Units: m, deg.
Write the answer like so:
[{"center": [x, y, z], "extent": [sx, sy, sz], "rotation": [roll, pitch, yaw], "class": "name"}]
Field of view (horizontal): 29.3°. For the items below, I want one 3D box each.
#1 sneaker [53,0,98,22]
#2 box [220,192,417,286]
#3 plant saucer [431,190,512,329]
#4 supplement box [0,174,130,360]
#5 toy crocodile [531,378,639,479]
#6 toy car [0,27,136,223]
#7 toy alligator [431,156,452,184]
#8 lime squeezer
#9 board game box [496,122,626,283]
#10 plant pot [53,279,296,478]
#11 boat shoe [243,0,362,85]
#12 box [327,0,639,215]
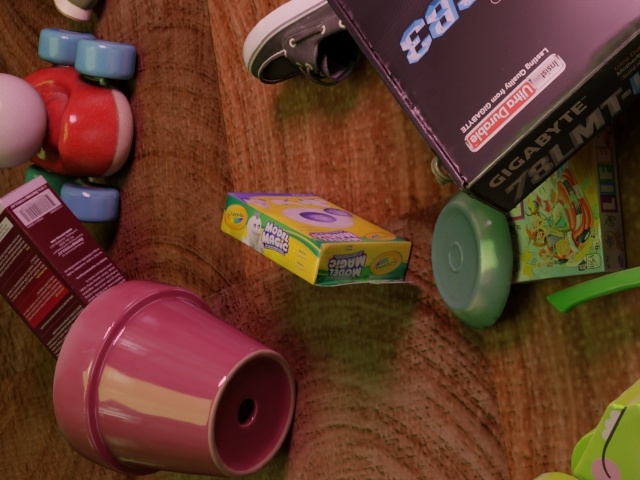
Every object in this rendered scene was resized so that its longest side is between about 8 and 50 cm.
[{"center": [-0.321, -0.368, 1.567], "extent": [0.086, 0.064, 0.192], "rotation": [-54, 50, 28], "class": "sneaker"}, {"center": [0.000, 0.000, 1.105], "extent": [0.179, 0.105, 0.043], "rotation": [31, 115, 48], "class": "box"}, {"center": [0.118, 0.013, 0.993], "extent": [0.119, 0.021, 0.119], "rotation": [179, 90, -70], "class": "plant saucer"}, {"center": [-0.299, 0.057, 1.433], "extent": [0.239, 0.073, 0.130], "rotation": [51, 135, 0], "class": "supplement box"}, {"center": [0.181, 0.237, 0.865], "extent": [0.105, 0.115, 0.340], "rotation": [35, 120, 26], "class": "toy crocodile"}, {"center": [-0.368, -0.147, 1.477], "extent": [0.210, 0.238, 0.219], "rotation": [23, 108, 50], "class": "toy car"}, {"center": [0.130, -0.128, 0.929], "extent": [0.051, 0.056, 0.189], "rotation": [-15, 50, 50], "class": "toy alligator"}, {"center": [0.268, -0.040, 0.797], "extent": [0.310, 0.059, 0.110], "rotation": [-63, 38, 31], "class": "lime squeezer"}, {"center": [0.179, -0.047, 0.936], "extent": [0.103, 0.026, 0.154], "rotation": [-12, 81, 52], "class": "board game box"}, {"center": [-0.133, 0.152, 1.225], "extent": [0.180, 0.201, 0.201], "rotation": [13, 100, 36], "class": "plant pot"}, {"center": [0.011, -0.183, 1.122], "extent": [0.228, 0.080, 0.076], "rotation": [-23, 70, 42], "class": "boat shoe"}, {"center": [0.151, -0.220, 0.865], "extent": [0.295, 0.073, 0.293], "rotation": [-43, 52, 19], "class": "box"}]
